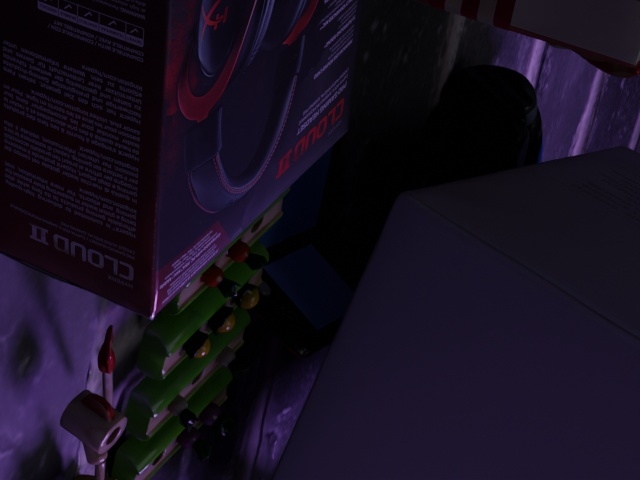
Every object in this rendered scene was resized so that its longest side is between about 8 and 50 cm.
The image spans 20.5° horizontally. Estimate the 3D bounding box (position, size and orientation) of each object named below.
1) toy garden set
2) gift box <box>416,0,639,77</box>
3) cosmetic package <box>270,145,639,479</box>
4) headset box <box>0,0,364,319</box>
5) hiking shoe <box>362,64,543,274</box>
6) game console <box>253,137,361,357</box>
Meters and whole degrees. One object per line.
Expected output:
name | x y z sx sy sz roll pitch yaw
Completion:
toy garden set | -0.096 0.098 1.114 0.204 0.049 0.244 -45 162 -38
gift box | 0.177 -0.261 1.188 0.276 0.255 0.258 -29 136 -54
cosmetic package | 0.219 0.155 1.346 0.394 0.327 0.329 -13 131 -57
headset box | -0.068 -0.120 0.921 0.218 0.110 0.293 -45 151 -47
hiking shoe | 0.127 0.004 1.541 0.304 0.113 0.132 -65 154 -4
game console | 0.000 0.000 1.275 0.085 0.124 0.144 -46 170 27
